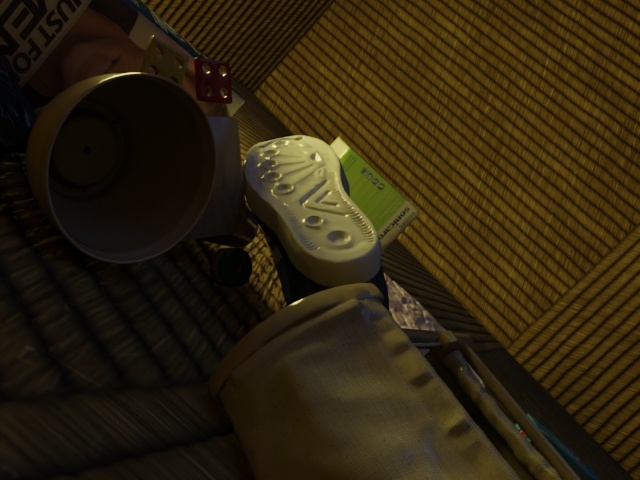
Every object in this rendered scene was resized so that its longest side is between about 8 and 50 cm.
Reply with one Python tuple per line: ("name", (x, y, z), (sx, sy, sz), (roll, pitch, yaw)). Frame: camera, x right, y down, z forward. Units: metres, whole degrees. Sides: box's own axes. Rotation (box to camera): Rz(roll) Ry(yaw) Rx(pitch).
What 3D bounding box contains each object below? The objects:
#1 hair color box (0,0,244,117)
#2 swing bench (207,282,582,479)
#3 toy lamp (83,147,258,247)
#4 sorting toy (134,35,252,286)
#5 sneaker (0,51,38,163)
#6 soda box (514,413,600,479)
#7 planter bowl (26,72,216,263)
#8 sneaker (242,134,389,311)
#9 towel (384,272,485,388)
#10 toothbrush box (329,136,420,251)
("hair color box", (-0.273, -0.218, 0.716), (0.347, 0.174, 0.105), (34, 14, -44))
("swing bench", (0.081, 0.179, 0.487), (0.254, 0.165, 0.253), (34, 14, -45))
("toy lamp", (-0.183, -0.065, 0.734), (0.274, 0.080, 0.080), (32, 15, -42))
("sorting toy", (-0.151, -0.077, 0.678), (0.046, 0.275, 0.132), (0, 7, 43))
("sneaker", (-0.312, -0.134, 0.554), (0.170, 0.051, 0.089), (53, 8, 11))
("soda box", (0.475, 0.449, 1.244), (0.210, 0.071, 0.067), (41, 10, -15))
("planter bowl", (-0.189, -0.072, 0.548), (0.109, 0.162, 0.162), (21, -7, 39))
("sneaker", (-0.010, 0.033, 0.767), (0.323, 0.130, 0.236), (-120, -159, -51))
("towel", (0.158, 0.183, 1.002), (0.332, 0.053, 0.317), (43, 18, -10))
("toothbrush box", (0.089, -0.101, 1.641), (0.283, 0.206, 0.122), (39, 10, -24))
